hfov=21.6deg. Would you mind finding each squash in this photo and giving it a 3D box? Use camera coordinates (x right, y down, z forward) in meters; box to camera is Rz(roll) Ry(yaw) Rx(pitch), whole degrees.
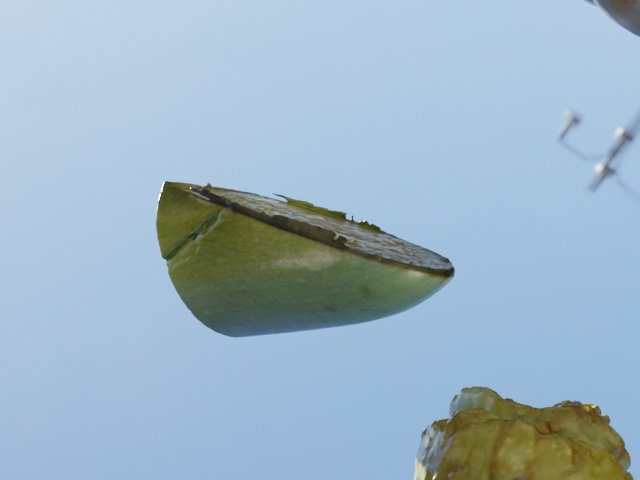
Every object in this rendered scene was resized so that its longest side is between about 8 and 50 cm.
[{"bbox_3d":[0.000,0.000,1.978,0.234,0.309,0.210,8,-109,-55],"label":"squash"}]

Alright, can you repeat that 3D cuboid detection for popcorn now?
[{"bbox_3d":[0.205,0.241,1.694,0.221,0.183,0.204,9,169,12],"label":"popcorn"}]

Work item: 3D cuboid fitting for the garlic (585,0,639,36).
[{"bbox_3d":[0.509,-0.425,2.740,0.325,0.132,0.279,19,-160,-28],"label":"garlic"}]
